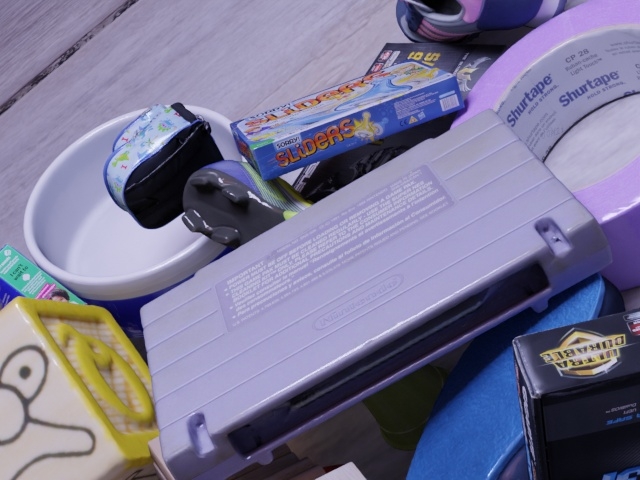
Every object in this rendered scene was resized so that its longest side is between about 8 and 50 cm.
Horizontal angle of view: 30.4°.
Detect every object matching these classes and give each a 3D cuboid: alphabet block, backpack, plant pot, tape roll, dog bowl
[{"bbox_3d":[-0.265,0.189,1.118,0.197,0.193,0.192,-39,77,8],"label":"alphabet block"},{"bbox_3d":[-0.164,-0.074,1.203,0.114,0.105,0.084,-41,49,-15],"label":"backpack"},{"bbox_3d":[0.065,0.124,1.006,0.083,0.079,0.083,-26,41,24],"label":"plant pot"},{"bbox_3d":[0.246,-0.089,1.028,0.275,0.090,0.274,-26,40,24],"label":"tape roll"},{"bbox_3d":[-0.188,-0.024,1.313,0.265,0.104,0.264,-11,47,12],"label":"dog bowl"}]

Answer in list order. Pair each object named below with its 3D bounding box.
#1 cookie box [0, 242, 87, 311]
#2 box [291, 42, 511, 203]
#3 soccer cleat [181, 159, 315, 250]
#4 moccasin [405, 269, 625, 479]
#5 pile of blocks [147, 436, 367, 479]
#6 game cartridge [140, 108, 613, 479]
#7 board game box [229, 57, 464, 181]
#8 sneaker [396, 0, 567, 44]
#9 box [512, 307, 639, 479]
[{"bbox_3d":[-0.309,0.066,1.247,0.040,0.107,0.092,-54,1,-36],"label":"cookie box"},{"bbox_3d":[0.086,-0.102,1.226,0.183,0.056,0.231,13,65,50],"label":"box"},{"bbox_3d":[0.000,-0.001,1.130,0.289,0.121,0.093,29,116,23],"label":"soccer cleat"},{"bbox_3d":[0.134,0.182,0.857,0.342,0.117,0.138,-60,26,-11],"label":"moccasin"},{"bbox_3d":[-0.024,0.228,0.931,0.113,0.148,0.362,-23,10,-21],"label":"pile of blocks"},{"bbox_3d":[0.027,0.038,0.937,0.355,0.068,0.230,-29,26,3],"label":"game cartridge"},{"bbox_3d":[0.021,-0.119,1.134,0.201,0.035,0.136,-21,19,-8],"label":"board game box"},{"bbox_3d":[0.125,-0.263,1.217,0.319,0.131,0.112,-173,86,-70],"label":"sneaker"},{"bbox_3d":[0.233,0.109,0.709,0.220,0.175,0.051,-13,40,1],"label":"box"}]
